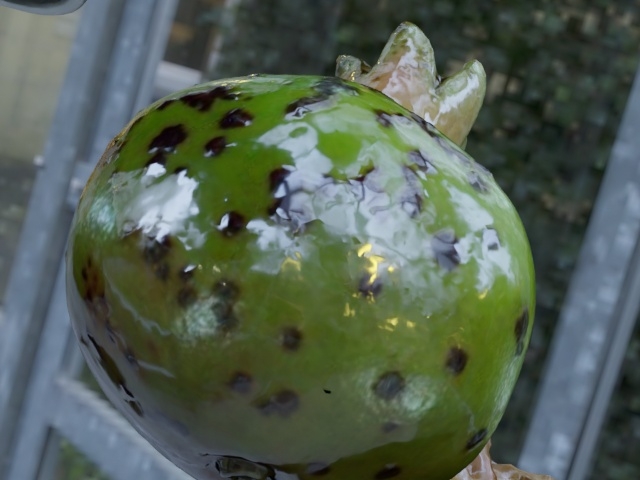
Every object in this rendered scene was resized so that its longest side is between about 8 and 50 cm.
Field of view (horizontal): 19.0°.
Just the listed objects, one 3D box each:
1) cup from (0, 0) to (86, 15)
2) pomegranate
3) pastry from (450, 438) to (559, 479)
[{"bbox_3d":[-0.150,-0.325,1.025,0.253,0.371,0.253,29,-14,8],"label":"cup"},{"bbox_3d":[-0.015,-0.001,0.957,0.231,0.231,0.286,13,41,-19],"label":"pomegranate"},{"bbox_3d":[0.064,0.294,1.131,0.292,0.405,0.337,-1,49,3],"label":"pastry"}]
